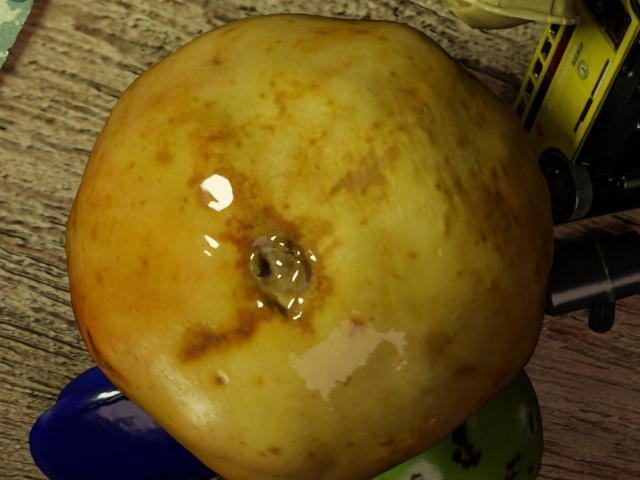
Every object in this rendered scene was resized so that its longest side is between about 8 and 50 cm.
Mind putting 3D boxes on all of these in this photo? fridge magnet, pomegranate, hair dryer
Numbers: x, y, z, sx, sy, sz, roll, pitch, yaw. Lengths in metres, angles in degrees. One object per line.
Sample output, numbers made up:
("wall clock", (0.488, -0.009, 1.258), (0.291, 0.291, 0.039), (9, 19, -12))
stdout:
("fridge magnet", (-0.205, 0.221, 1.349), (0.265, 0.112, 0.265), (-9, 145, -6))
("pomegranate", (0.119, 0.239, 1.299), (0.291, 0.323, 0.290), (-2, 131, -3))
("hair dryer", (0.318, 0.067, 1.350), (0.124, 0.071, 0.219), (-16, 154, 7))
("pomegranate", (0.000, 0.000, 0.926), (0.410, 0.410, 0.410), (-8, 145, -6))

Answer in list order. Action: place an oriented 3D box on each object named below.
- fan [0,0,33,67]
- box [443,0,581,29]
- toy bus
("fan", (-0.277, -0.186, 0.849), (0.131, 0.009, 0.240), (0, 143, -16))
("box", (0.117, -0.205, 0.816), (0.111, 0.177, 0.111), (-10, 127, -14))
("toy bus", (0.258, -0.156, 0.927), (0.145, 0.151, 0.331), (-10, 145, -19))
